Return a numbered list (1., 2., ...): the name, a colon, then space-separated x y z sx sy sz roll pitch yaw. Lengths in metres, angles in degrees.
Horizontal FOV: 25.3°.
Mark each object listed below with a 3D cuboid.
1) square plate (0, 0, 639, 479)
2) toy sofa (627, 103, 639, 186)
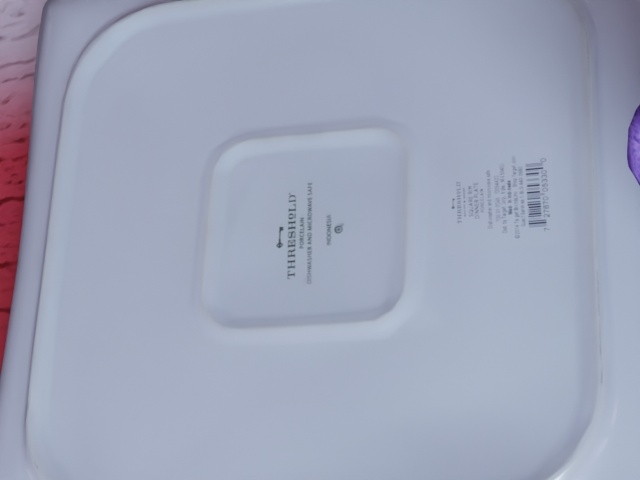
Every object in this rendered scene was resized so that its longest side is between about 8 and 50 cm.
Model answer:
1. square plate: 0.000 0.000 0.667 0.344 0.049 0.347 -5 66 16
2. toy sofa: 0.194 -0.054 0.483 0.177 0.362 0.150 -32 59 14
